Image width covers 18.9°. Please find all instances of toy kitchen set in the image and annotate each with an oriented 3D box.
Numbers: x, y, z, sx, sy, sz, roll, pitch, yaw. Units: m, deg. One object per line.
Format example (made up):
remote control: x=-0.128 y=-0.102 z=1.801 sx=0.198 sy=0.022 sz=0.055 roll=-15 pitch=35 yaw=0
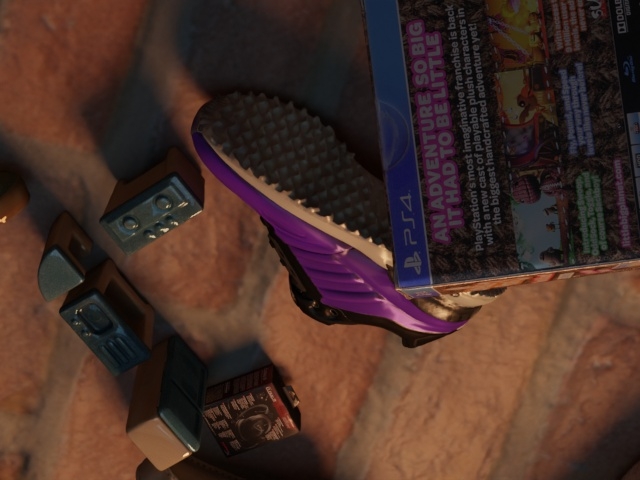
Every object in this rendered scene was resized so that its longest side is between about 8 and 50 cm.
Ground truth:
toy kitchen set: x=-0.127 y=0.057 z=1.633 sx=0.166 sy=0.122 sz=0.207 roll=-30 pitch=116 yaw=18

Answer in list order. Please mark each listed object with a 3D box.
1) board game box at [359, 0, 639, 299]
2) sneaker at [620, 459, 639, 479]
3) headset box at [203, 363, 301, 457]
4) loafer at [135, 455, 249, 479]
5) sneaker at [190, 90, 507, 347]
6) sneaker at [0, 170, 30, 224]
board game box: x=0.190 y=-0.088 z=1.465 sx=0.291 sy=0.141 sz=0.232 roll=-7 pitch=84 yaw=6
sneaker: x=0.310 y=0.361 z=1.791 sx=0.210 sy=0.137 sz=0.366 roll=32 pitch=113 yaw=-13
headset box: x=-0.060 y=0.153 z=1.740 sx=0.083 sy=0.032 sz=0.062 roll=-22 pitch=118 yaw=13
loafer: x=-0.025 y=0.270 z=1.772 sx=0.319 sy=0.112 sz=0.111 roll=33 pitch=112 yaw=-25
sneaker: x=0.000 y=0.001 z=1.610 sx=0.293 sy=0.102 sz=0.146 roll=33 pitch=133 yaw=-9
sneaker: x=-0.348 y=-0.041 z=1.613 sx=0.192 sy=0.064 sz=0.086 roll=-13 pitch=125 yaw=13
